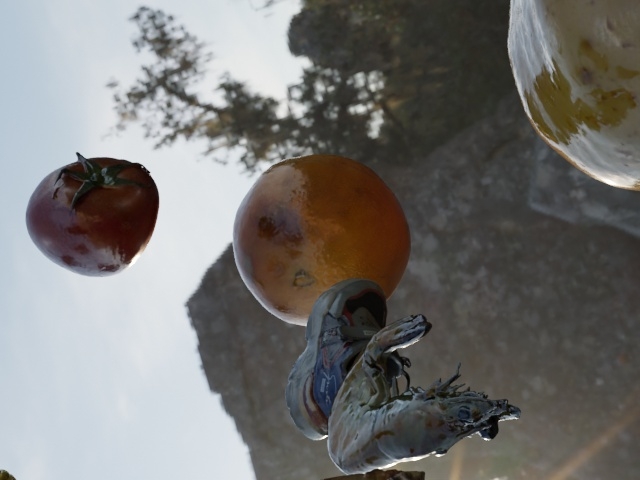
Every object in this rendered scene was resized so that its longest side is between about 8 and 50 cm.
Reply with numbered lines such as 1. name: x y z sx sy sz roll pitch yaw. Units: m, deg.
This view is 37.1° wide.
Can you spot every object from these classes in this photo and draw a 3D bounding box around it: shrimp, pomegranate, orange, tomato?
1. shrimp: 0.094 0.137 0.920 0.058 0.296 0.169 25 -118 -24
2. pomegranate: 0.374 -0.194 0.922 0.410 0.410 0.410 -18 -90 -80
3. orange: 0.000 0.000 1.400 0.261 0.261 0.261 -18 -90 -80
4. tomato: -0.288 -0.026 1.210 0.167 0.167 0.167 -18 -90 -80

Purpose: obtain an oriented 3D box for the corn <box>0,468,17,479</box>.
1. corn: -0.398 0.323 1.108 0.085 0.063 0.165 26 -170 -19

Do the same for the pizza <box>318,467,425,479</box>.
1. pizza: 0.054 0.209 0.595 0.195 0.185 0.052 35 122 41

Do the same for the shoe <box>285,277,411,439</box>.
1. shoe: 0.047 0.128 1.128 0.099 0.125 0.228 44 -131 -25
